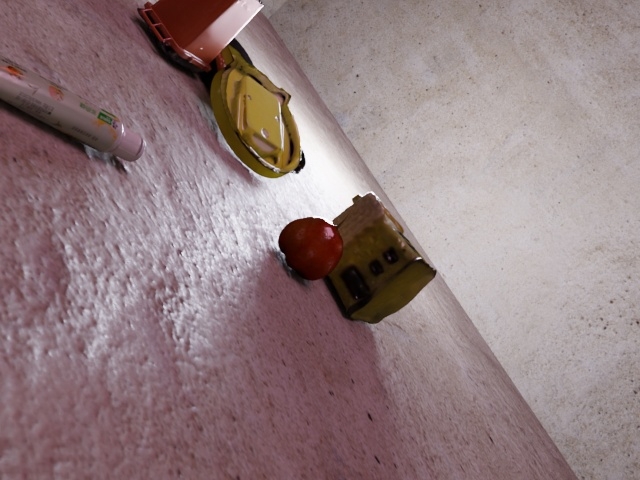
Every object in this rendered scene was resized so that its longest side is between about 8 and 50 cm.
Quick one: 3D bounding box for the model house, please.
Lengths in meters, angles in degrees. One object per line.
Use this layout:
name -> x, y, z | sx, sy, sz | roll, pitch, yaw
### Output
model house -> 0.101, 0.031, 1.394 | 0.234, 0.193, 0.175 | 57, 14, 30

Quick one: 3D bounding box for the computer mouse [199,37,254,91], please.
computer mouse -> -0.233, -0.433, 1.637 | 0.323, 0.116, 0.183 | 58, 19, 20

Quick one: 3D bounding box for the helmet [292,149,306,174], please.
helmet -> -0.077, -0.206, 1.706 | 0.084, 0.049, 0.065 | -45, 133, -51

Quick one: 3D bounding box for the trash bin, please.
trash bin -> -0.264, -0.509, 1.452 | 0.161, 0.238, 0.184 | 55, 15, 12

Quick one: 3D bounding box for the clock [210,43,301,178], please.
clock -> -0.151, -0.274, 1.496 | 0.277, 0.071, 0.293 | 36, 40, -42

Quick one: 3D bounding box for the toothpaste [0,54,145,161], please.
toothpaste -> -0.333, -0.170, 0.761 | 0.314, 0.058, 0.056 | 29, 71, -51

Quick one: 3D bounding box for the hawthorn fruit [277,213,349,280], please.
hawthorn fruit -> -0.009, 0.013, 1.227 | 0.125, 0.140, 0.125 | -6, 90, -90
